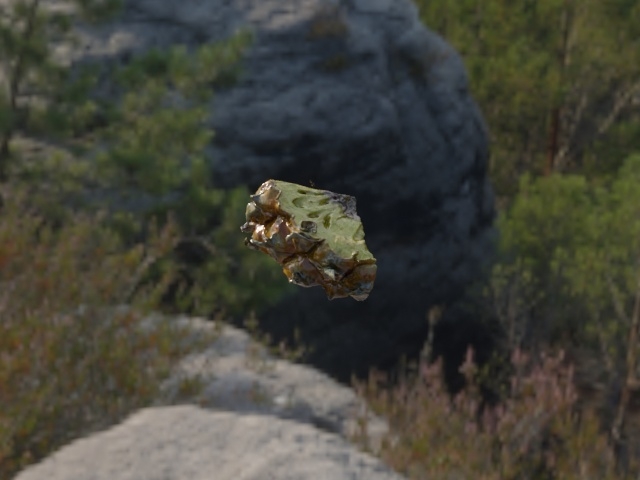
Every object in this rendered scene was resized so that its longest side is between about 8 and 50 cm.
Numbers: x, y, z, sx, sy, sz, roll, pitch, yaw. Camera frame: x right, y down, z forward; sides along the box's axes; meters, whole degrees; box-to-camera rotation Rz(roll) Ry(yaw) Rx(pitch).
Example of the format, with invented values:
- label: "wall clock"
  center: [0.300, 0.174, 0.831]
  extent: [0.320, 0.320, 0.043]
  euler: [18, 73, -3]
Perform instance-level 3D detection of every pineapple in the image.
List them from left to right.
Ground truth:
- label: "pineapple"
  center: [0.000, 0.000, 1.340]
  extent: [0.137, 0.069, 0.116]
  euler: [40, 39, 12]
